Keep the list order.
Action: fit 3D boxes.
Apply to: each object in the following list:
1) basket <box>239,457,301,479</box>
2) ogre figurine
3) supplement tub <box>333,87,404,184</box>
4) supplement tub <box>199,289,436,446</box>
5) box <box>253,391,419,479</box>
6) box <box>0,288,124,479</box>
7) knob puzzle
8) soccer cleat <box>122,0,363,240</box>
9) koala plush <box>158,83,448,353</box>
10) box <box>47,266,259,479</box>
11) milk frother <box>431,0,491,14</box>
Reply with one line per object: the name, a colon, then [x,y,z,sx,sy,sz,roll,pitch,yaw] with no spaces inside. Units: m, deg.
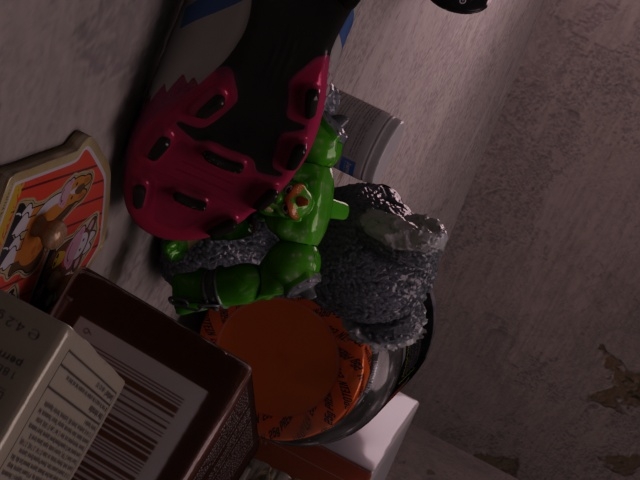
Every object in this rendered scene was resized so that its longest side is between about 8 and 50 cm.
basket: [-0.133,0.437,1.523,0.331,0.266,0.328,-53,165,-50]
ogre figurine: [-0.044,-0.037,1.087,0.097,0.118,0.197,57,47,-64]
supplement tub: [0.018,-0.105,1.369,0.071,0.107,0.071,-60,169,-19]
supplement tub: [-0.001,0.094,1.500,0.207,0.207,0.338,-65,170,9]
box: [-0.054,0.314,1.763,0.168,0.215,0.345,-47,160,-57]
box: [-0.215,0.128,0.708,0.232,0.126,0.148,-61,170,-13]
knob puzzle: [-0.175,0.022,0.925,0.213,0.030,0.213,-61,170,-19]
soccer cleat: [-0.040,-0.144,0.972,0.331,0.116,0.143,-57,-154,35]
koala plush: [0.000,0.000,1.214,0.203,0.221,0.196,-56,168,-36]
box: [-0.147,0.169,1.056,0.191,0.143,0.381,-58,172,-15]
milk frother: [0.183,-0.359,1.667,0.135,0.129,0.143,106,-29,-47]
